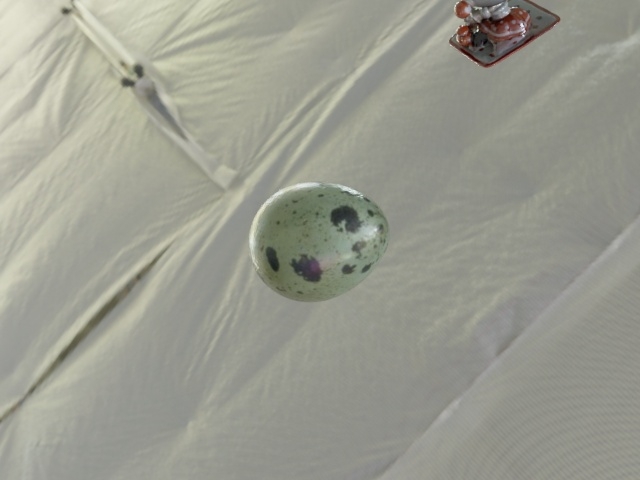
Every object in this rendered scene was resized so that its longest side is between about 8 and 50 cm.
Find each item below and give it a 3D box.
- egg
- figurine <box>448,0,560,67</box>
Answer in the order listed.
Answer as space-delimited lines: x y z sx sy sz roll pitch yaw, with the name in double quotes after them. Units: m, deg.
0.000 0.000 1.154 0.228 0.177 0.177 -10 -129 41 "egg"
0.319 -0.484 1.501 0.183 0.226 0.160 -33 -138 -3 "figurine"
